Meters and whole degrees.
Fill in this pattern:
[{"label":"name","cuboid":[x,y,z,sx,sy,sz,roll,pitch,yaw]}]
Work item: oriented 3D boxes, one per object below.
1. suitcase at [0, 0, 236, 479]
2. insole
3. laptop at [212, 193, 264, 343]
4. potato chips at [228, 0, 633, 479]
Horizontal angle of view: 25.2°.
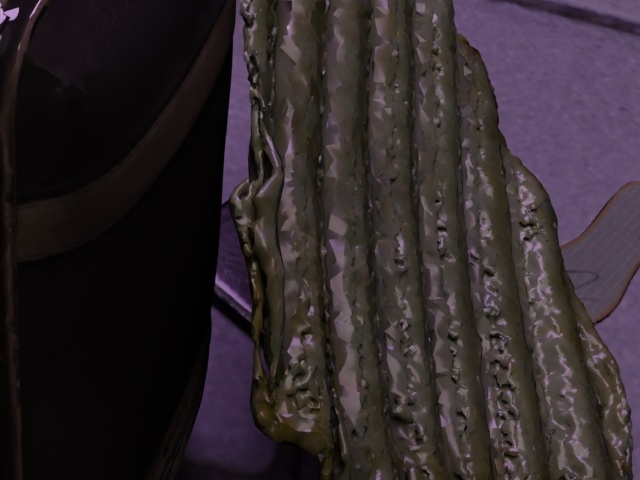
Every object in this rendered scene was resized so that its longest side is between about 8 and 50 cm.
[{"label":"suitcase","cuboid":[-0.149,-0.008,0.647,0.194,0.434,0.283,12,36,5]},{"label":"insole","cuboid":[0.193,0.013,0.997,0.064,0.004,0.188,38,52,15]},{"label":"laptop","cuboid":[0.000,0.000,0.952,0.129,0.016,0.180,38,54,18]},{"label":"potato chips","cuboid":[0.061,-0.012,0.815,0.358,0.070,0.429,27,51,-49]}]
